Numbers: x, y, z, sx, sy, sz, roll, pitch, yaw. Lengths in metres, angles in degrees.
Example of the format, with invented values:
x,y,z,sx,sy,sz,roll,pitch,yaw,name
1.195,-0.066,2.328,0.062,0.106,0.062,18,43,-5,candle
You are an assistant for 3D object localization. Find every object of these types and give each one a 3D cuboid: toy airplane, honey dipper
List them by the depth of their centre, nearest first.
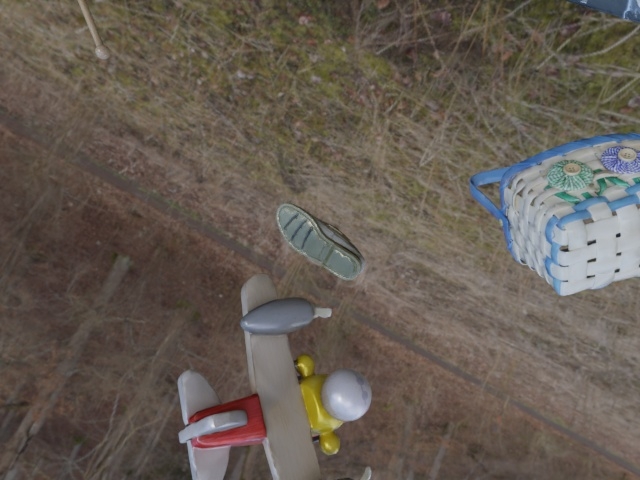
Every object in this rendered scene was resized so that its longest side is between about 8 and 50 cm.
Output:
x,y,z,sx,sy,sz,roll,pitch,yaw,name
-0.308,-0.311,0.639,0.030,0.031,0.160,143,104,-82,honey dipper
-0.046,0.287,0.851,0.273,0.384,0.386,-27,110,29,toy airplane

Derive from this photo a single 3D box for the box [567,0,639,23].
x,y,z,sx,sy,sz,roll,pitch,yaw,name
0.413,-0.351,0.656,0.148,0.077,0.180,-20,-134,-33,box

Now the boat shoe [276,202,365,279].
x,y,z,sx,sy,sz,roll,pitch,yaw,name
0.000,0.000,1.448,0.302,0.113,0.103,42,-158,8,boat shoe

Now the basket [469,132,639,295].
x,y,z,sx,sy,sz,roll,pitch,yaw,name
0.398,-0.065,0.762,0.289,0.255,0.200,-100,-7,-63,basket
